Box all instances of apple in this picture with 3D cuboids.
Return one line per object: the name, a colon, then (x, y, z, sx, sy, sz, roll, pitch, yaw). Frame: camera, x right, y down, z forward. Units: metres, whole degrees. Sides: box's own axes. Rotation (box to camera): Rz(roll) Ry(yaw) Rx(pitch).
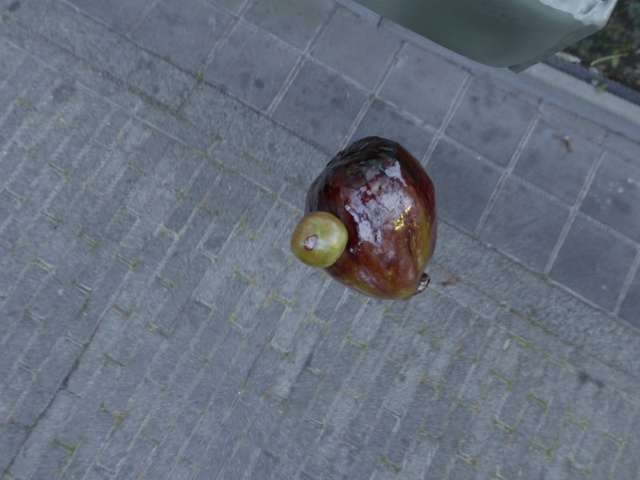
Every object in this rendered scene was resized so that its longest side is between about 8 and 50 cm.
apple: (0.000, 0.000, 0.840, 0.071, 0.084, 0.084, 34, 74, 15)

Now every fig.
fig: (0.079, -0.036, 0.956, 0.223, 0.224, 0.263, -6, 77, -9)

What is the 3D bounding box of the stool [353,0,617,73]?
stool: (0.127, -0.307, 0.462, 0.243, 0.170, 0.270, 25, 94, -4)
